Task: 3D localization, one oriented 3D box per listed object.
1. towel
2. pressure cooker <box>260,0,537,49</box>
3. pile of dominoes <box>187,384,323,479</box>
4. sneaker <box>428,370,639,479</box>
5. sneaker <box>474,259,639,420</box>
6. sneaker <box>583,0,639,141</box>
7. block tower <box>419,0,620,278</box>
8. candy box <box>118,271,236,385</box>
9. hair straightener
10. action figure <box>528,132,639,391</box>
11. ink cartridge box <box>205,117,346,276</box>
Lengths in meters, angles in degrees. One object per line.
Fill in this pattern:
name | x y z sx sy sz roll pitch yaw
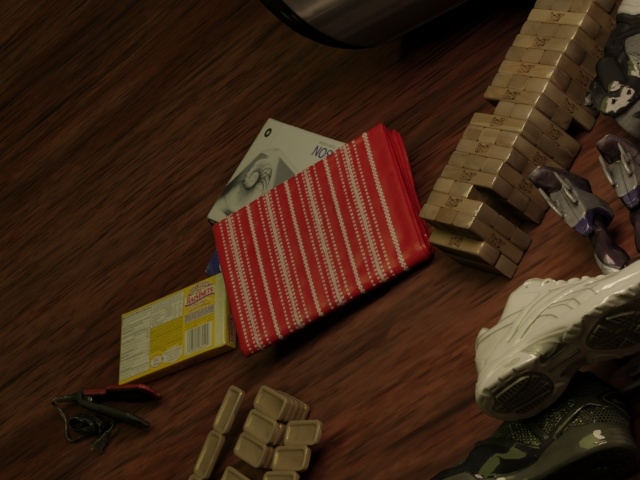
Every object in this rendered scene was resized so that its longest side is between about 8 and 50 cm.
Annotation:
towel | 0.000 0.000 1.997 0.275 0.031 0.199 -30 55 22
pressure cooker | 0.124 -0.451 1.974 0.420 0.370 0.375 -24 49 42
pile of dominoes | -0.084 0.297 1.930 0.196 0.040 0.251 22 88 54
sneaker | 0.197 0.194 1.617 0.227 0.087 0.130 -30 41 28
sneaker | 0.230 0.064 1.549 0.232 0.090 0.115 -33 43 19
sneaker | 0.371 -0.165 1.688 0.153 0.101 0.268 -59 29 -4
block tower | 0.233 -0.130 1.828 0.097 0.091 0.335 17 76 53
candy box | -0.187 0.118 2.173 0.206 0.027 0.105 -23 54 38
hair straightener | -0.297 0.232 2.203 0.230 0.047 0.089 -3 60 49
action figure | 0.305 0.023 1.617 0.185 0.099 0.285 -37 42 17
ink cartridge box | -0.055 -0.038 2.134 0.223 0.045 0.224 22 80 54
